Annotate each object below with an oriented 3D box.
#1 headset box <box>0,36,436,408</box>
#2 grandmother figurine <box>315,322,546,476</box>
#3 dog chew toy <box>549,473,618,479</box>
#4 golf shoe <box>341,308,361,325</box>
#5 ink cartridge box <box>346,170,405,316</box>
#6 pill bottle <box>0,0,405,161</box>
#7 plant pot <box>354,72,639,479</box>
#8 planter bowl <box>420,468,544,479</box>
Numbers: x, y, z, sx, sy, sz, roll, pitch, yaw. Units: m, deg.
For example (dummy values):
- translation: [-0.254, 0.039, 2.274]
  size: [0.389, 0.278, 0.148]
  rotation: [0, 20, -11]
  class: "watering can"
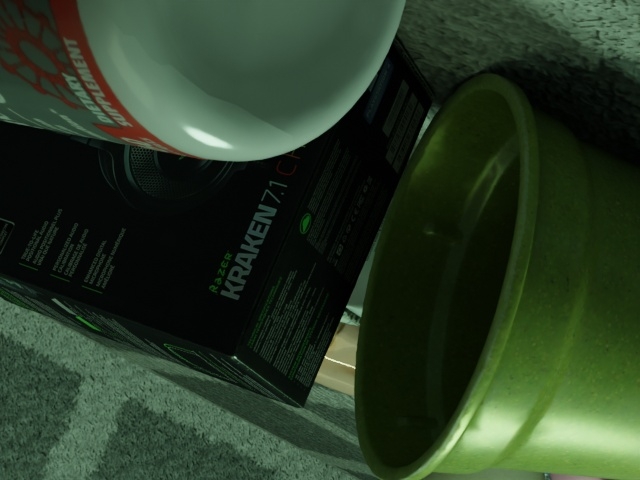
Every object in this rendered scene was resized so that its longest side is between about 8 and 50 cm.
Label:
- translation: [-0.105, -0.052, 1.212]
  size: [0.283, 0.246, 0.131]
  rotation: [18, 167, 27]
  class: "headset box"
- translation: [0.137, 0.186, 2.089]
  size: [0.342, 0.104, 0.208]
  rotation: [28, 176, -5]
  class: "grandmother figurine"
- translation: [0.362, 0.232, 1.644]
  size: [0.331, 0.207, 0.206]
  rotation: [21, 168, 30]
  class: "dog chew toy"
- translation: [0.021, 0.064, 1.871]
  size: [0.176, 0.069, 0.086]
  rotation: [19, 172, 26]
  class: "golf shoe"
- translation: [0.138, 0.033, 1.386]
  size: [0.176, 0.127, 0.128]
  rotation: [11, 162, 45]
  class: "ink cartridge box"
- translation: [-0.147, -0.164, 0.910]
  size: [0.363, 0.210, 0.210]
  rotation: [12, 163, 43]
  class: "pill bottle"
- translation: [0.189, 0.053, 1.164]
  size: [0.253, 0.276, 0.276]
  rotation: [14, 170, -14]
  class: "plant pot"
- translation: [0.185, 0.249, 1.964]
  size: [0.162, 0.109, 0.162]
  rotation: [13, -148, -8]
  class: "planter bowl"
